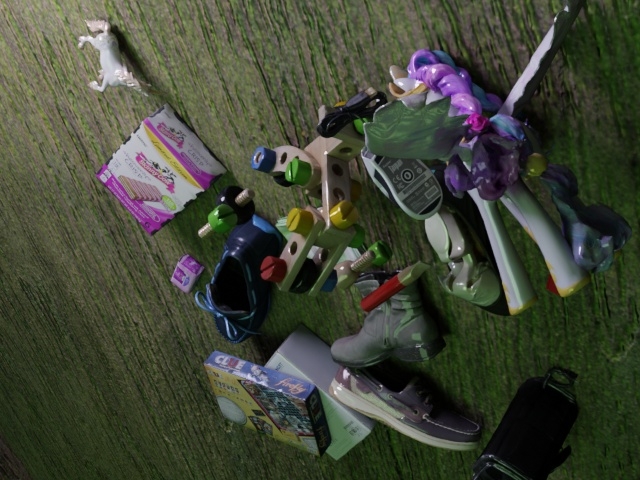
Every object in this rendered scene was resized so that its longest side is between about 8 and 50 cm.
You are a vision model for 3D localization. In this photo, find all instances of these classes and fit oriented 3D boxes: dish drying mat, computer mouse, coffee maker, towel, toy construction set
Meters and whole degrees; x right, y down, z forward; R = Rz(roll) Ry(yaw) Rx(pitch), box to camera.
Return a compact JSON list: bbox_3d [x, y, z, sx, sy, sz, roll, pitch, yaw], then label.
[{"bbox_3d":[0.343,0.047,1.287,0.032,0.008,0.083,23,138,21],"label":"dish drying mat"},{"bbox_3d":[0.088,-0.107,1.213,0.193,0.106,0.042,54,160,-5],"label":"computer mouse"},{"bbox_3d":[0.321,0.310,1.420,0.120,0.178,0.171,16,135,28],"label":"coffee maker"},{"bbox_3d":[0.000,0.000,1.523,0.152,0.023,0.113,-13,116,46],"label":"towel"},{"bbox_3d":[0.039,-0.051,1.302,0.309,0.257,0.237,39,130,-17],"label":"toy construction set"}]

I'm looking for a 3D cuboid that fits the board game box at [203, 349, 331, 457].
[{"bbox_3d":[-0.103,0.314,1.749,0.243,0.042,0.165,15,135,31],"label":"board game box"}]

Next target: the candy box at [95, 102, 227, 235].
[{"bbox_3d":[-0.289,-0.121,1.616,0.159,0.071,0.233,48,141,-7],"label":"candy box"}]

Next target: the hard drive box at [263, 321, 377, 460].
[{"bbox_3d":[-0.003,0.297,1.754,0.232,0.089,0.181,40,142,2],"label":"hard drive box"}]

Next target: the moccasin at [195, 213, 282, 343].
[{"bbox_3d":[-0.166,0.088,1.671,0.137,0.117,0.342,29,140,16],"label":"moccasin"}]

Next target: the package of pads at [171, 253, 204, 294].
[{"bbox_3d":[-0.267,0.068,1.807,0.050,0.032,0.083,37,142,4],"label":"package of pads"}]

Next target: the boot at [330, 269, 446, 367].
[{"bbox_3d":[0.093,0.125,1.537,0.246,0.083,0.161,-13,106,44],"label":"boot"}]

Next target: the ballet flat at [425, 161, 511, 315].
[{"bbox_3d":[0.204,0.021,1.310,0.095,0.096,0.280,-8,121,44],"label":"ballet flat"}]

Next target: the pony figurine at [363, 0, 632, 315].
[{"bbox_3d":[0.205,-0.106,1.056,0.363,0.302,0.351,58,170,6],"label":"pony figurine"}]

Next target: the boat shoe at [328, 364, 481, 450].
[{"bbox_3d":[0.156,0.285,1.604,0.285,0.103,0.092,21,103,15],"label":"boat shoe"}]

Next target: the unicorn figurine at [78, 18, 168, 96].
[{"bbox_3d":[-0.346,-0.291,1.509,0.111,0.060,0.162,0,126,41],"label":"unicorn figurine"}]
